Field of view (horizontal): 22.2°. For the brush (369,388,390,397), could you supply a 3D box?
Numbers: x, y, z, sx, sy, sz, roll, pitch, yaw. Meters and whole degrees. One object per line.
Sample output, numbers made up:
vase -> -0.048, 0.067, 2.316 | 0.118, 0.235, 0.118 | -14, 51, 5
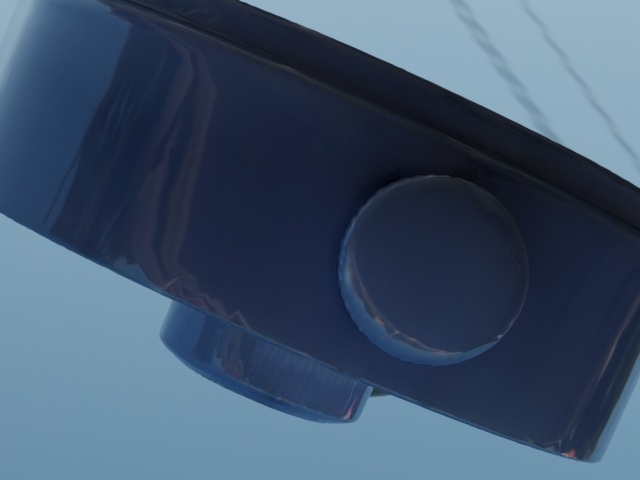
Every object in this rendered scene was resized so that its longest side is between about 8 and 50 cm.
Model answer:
brush -> 0.037, 0.050, 1.326 | 0.266, 0.166, 0.174 | 21, -97, -20

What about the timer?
timer -> 0.000, 0.000, 0.837 | 0.395, 0.173, 0.395 | 25, -179, 0
